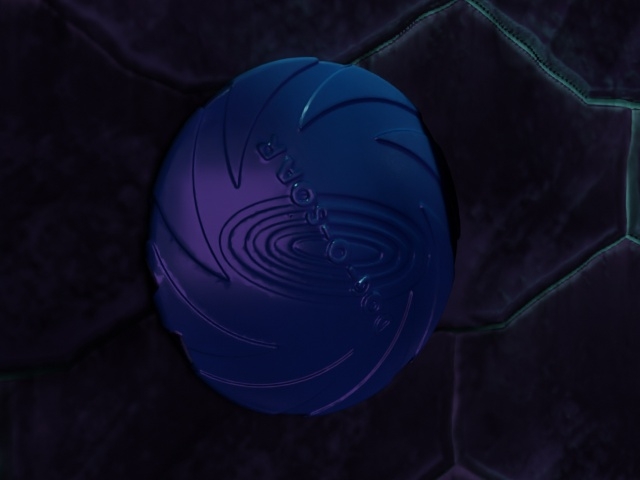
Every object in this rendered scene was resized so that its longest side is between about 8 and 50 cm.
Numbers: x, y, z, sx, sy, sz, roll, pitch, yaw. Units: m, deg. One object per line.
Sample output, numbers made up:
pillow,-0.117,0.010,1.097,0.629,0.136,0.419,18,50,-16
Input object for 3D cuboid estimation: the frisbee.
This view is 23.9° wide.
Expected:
frisbee,0.000,0.000,0.995,0.242,0.045,0.242,-4,97,-31
